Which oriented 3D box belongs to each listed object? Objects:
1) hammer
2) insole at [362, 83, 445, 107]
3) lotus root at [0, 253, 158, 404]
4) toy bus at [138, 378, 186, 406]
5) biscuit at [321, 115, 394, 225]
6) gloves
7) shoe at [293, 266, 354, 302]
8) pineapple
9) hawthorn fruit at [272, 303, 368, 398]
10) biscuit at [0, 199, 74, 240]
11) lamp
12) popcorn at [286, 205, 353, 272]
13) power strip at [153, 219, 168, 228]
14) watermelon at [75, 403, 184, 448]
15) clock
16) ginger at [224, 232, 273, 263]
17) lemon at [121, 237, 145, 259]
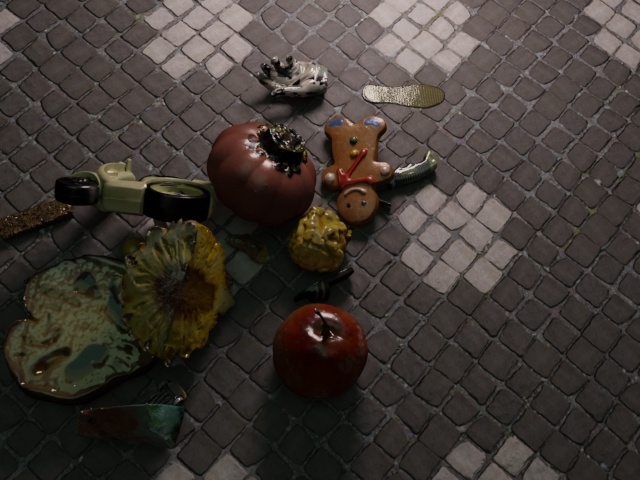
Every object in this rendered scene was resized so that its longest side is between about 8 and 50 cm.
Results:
[{"bbox_3d":[0.225,-0.183,1.954,0.226,0.041,0.158,-21,71,-12],"label":"hammer"},{"bbox_3d":[0.251,-0.438,2.077,0.253,0.005,0.086,1,68,-3],"label":"insole"},{"bbox_3d":[-0.579,0.221,1.708,0.375,0.111,0.390,22,65,4],"label":"lotus root"},{"bbox_3d":[-0.396,0.411,1.658,0.162,0.074,0.069,-41,69,-15],"label":"toy bus"},{"bbox_3d":[0.101,-0.200,1.917,0.205,0.049,0.324,-1,77,15],"label":"biscuit"},{"bbox_3d":[-0.087,-0.473,2.019,0.212,0.111,0.127,2,92,-6],"label":"gloves"},{"bbox_3d":[0.017,0.129,1.803,0.179,0.071,0.049,-25,75,-17],"label":"shoe"},{"bbox_3d":[-0.357,0.123,1.702,0.209,0.286,0.344,11,83,20],"label":"pineapple"},{"bbox_3d":[0.009,0.272,1.664,0.235,0.263,0.231,12,89,-27],"label":"hawthorn fruit"},{"bbox_3d":[-0.762,-0.059,1.844,0.199,0.034,0.064,-23,72,-12],"label":"biscuit"},{"bbox_3d":[-0.142,-0.189,1.800,0.305,0.239,0.305,24,37,-20],"label":"lamp"},{"bbox_3d":[0.000,0.000,1.817,0.170,0.180,0.180,-11,65,27],"label":"popcorn"},{"bbox_3d":[-0.405,0.007,1.833,0.030,0.047,0.191,-20,70,-18],"label":"power strip"},{"bbox_3d":[-0.449,0.412,1.560,0.241,0.154,0.094,-4,65,17],"label":"watermelon"},{"bbox_3d":[-0.462,-0.122,1.783,0.379,0.276,0.120,11,106,-3],"label":"clock"},{"bbox_3d":[-0.188,0.016,1.848,0.137,0.044,0.057,29,87,10],"label":"ginger"},{"bbox_3d":[-0.490,0.029,1.811,0.062,0.062,0.083,11,55,1],"label":"lemon"}]
